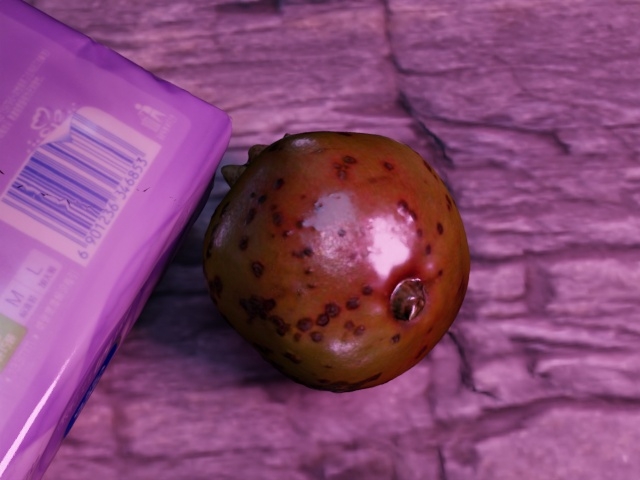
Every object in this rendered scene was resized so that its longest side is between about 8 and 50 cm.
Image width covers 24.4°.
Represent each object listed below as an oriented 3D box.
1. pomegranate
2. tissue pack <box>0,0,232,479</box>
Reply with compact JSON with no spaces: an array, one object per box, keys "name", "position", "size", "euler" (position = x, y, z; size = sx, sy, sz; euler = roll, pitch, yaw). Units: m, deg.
[{"name":"pomegranate","position":[0.000,0.000,0.881],"size":[0.159,0.159,0.205],"euler":[-17,34,-16]},{"name":"tissue pack","position":[-0.233,0.032,0.818],"size":[0.242,0.160,0.338],"euler":[28,61,1]}]
